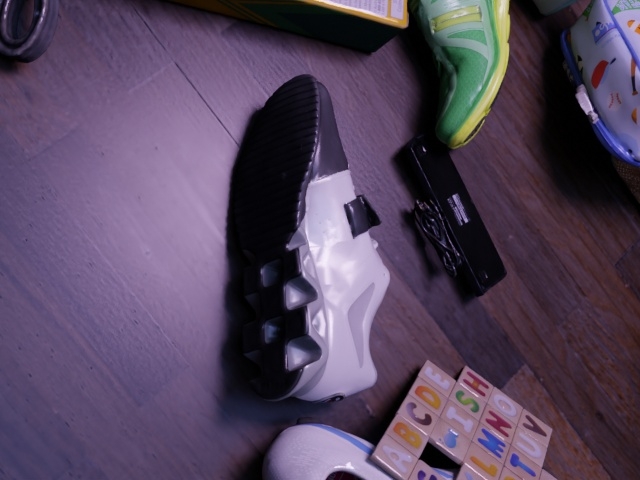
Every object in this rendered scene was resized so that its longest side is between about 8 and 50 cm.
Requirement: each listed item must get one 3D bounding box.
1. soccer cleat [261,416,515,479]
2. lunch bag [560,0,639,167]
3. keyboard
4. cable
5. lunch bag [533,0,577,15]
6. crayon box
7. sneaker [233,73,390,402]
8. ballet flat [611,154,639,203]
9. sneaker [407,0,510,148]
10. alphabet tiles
[{"bbox_3d":[0.097,0.274,0.932,0.331,0.143,0.116,19,107,-16],"label":"soccer cleat"},{"bbox_3d":[0.433,-0.172,1.168,0.303,0.115,0.243,8,53,-28],"label":"lunch bag"},{"bbox_3d":[0.139,-0.027,1.097,0.100,0.038,0.192,-26,90,-51],"label":"keyboard"},{"bbox_3d":[-0.272,-0.317,0.925,0.139,0.072,0.287,18,80,21],"label":"cable"},{"bbox_3d":[0.365,-0.412,1.172,0.108,0.224,0.279,45,65,-11],"label":"lunch bag"},{"bbox_3d":[-0.062,-0.341,1.035,0.323,0.083,0.203,10,75,-24],"label":"crayon box"},{"bbox_3d":[0.000,0.000,0.985,0.146,0.122,0.331,12,72,-41],"label":"sneaker"},{"bbox_3d":[0.442,-0.044,1.216,0.073,0.067,0.206,-44,99,-23],"label":"ballet flat"},{"bbox_3d":[0.154,-0.244,1.119,0.123,0.109,0.296,8,76,0],"label":"sneaker"},{"bbox_3d":[0.165,0.213,0.969,0.198,0.009,0.237,36,29,6],"label":"alphabet tiles"}]
